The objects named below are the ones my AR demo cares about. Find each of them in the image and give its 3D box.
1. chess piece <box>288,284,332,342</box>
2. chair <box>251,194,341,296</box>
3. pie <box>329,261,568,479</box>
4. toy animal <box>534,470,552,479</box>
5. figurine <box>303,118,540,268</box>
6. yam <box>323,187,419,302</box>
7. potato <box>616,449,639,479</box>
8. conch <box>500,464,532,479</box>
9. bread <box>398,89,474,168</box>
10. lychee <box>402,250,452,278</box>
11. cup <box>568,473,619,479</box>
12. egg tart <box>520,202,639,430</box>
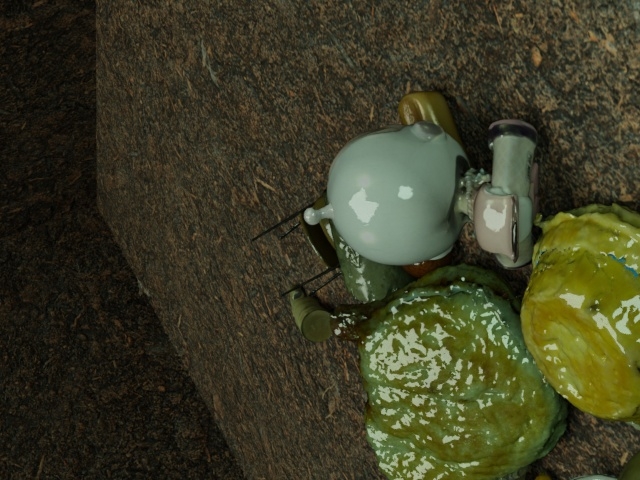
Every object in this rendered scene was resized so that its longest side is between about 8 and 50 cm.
[{"bbox_3d":[-0.037,0.181,2.585,0.200,0.090,0.090,-138,34,-65],"label":"chess piece"},{"bbox_3d":[0.000,0.000,2.263,0.247,0.172,0.158,-33,76,22],"label":"chair"},{"bbox_3d":[0.243,0.261,1.846,0.395,0.180,0.417,-19,94,30],"label":"pie"},{"bbox_3d":[0.406,0.513,1.897,0.127,0.182,0.131,-44,75,19],"label":"toy animal"},{"bbox_3d":[0.174,-0.075,1.645,0.362,0.211,0.253,8,105,28],"label":"figurine"},{"bbox_3d":[0.102,-0.009,2.022,0.161,0.161,0.267,19,127,59],"label":"yam"},{"bbox_3d":[0.505,0.381,1.493,0.160,0.178,0.235,55,156,3],"label":"potato"},{"bbox_3d":[0.321,0.476,1.964,0.245,0.163,0.178,-53,17,26],"label":"conch"},{"bbox_3d":[0.213,-0.149,1.780,0.093,0.074,0.239,-21,91,58],"label":"bread"},{"bbox_3d":[0.194,0.019,1.914,0.140,0.101,0.114,79,-164,-50],"label":"lychee"},{"bbox_3d":[0.470,0.542,1.702,0.196,0.197,0.279,12,113,62],"label":"cup"},{"bbox_3d":[0.418,0.127,1.490,0.388,0.169,0.387,44,149,35],"label":"egg tart"}]
